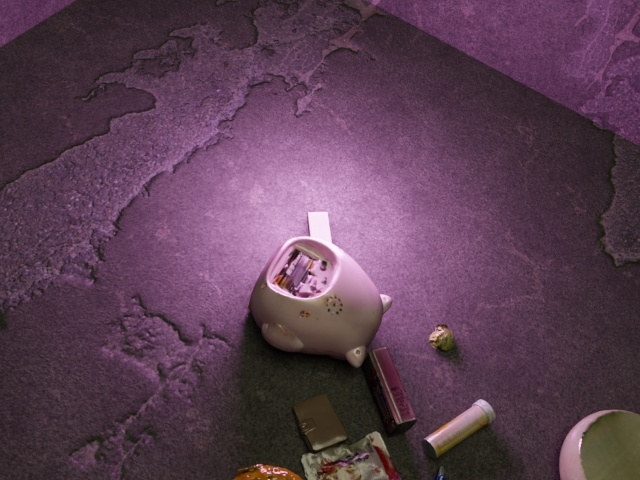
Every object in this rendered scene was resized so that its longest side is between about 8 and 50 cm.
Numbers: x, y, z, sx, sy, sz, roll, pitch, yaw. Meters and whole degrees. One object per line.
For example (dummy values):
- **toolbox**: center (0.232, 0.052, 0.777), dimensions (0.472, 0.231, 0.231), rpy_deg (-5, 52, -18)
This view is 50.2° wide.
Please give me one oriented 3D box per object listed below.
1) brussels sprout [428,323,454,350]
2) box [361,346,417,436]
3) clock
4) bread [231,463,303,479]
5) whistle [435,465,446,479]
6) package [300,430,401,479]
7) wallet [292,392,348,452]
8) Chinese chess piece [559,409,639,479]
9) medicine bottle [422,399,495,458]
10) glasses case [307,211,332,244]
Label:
- **brussels sprout**: center (0.375, 0.291, 2.091), dimensions (0.085, 0.058, 0.085), rpy_deg (15, 39, -13)
- **box**: center (0.189, 0.424, 1.919), dimensions (0.069, 0.120, 0.224), rpy_deg (-11, 57, -19)
- **clock**: center (0.001, 0.170, 1.973), dimensions (0.377, 0.250, 0.368), rpy_deg (27, 55, 7)
- **bread**: center (-0.122, 0.637, 1.552), dimensions (0.240, 0.139, 0.239), rpy_deg (5, 55, -7)
- **whistle**: center (0.324, 0.652, 1.846), dimensions (0.033, 0.029, 0.083), rpy_deg (38, 53, -31)
- **package**: center (0.079, 0.610, 1.820), dimensions (0.240, 0.030, 0.154), rpy_deg (-13, 57, -19)
- **wallet**: center (-0.004, 0.500, 1.870), dimensions (0.118, 0.038, 0.152), rpy_deg (-13, 53, -20)
- **Chinese chess piece**: center (0.835, 0.645, 1.886), dimensions (0.350, 0.146, 0.349), rpy_deg (6, 55, -9)
- **medicine bottle**: center (0.388, 0.531, 1.918), dimensions (0.218, 0.074, 0.074), rpy_deg (-26, 64, -24)
- **glasses case**: center (0.000, 0.000, 2.216), dimensions (0.071, 0.047, 0.204), rpy_deg (-2, 57, -8)
